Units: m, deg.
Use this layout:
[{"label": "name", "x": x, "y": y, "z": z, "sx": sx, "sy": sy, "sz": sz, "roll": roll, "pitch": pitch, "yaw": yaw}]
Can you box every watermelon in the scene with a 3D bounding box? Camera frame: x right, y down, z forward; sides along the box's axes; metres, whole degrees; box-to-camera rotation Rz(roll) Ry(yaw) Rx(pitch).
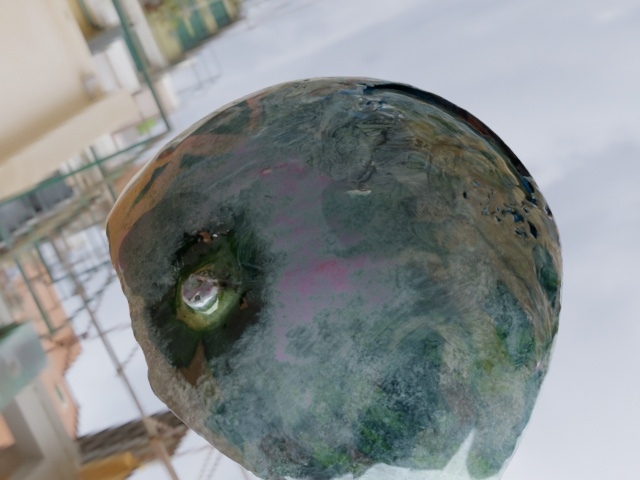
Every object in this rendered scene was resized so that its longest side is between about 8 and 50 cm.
[{"label": "watermelon", "x": -0.004, "y": 0.000, "z": 0.712, "sx": 0.175, "sy": 0.188, "sz": 0.322, "roll": 4, "pitch": -148, "yaw": -51}]
